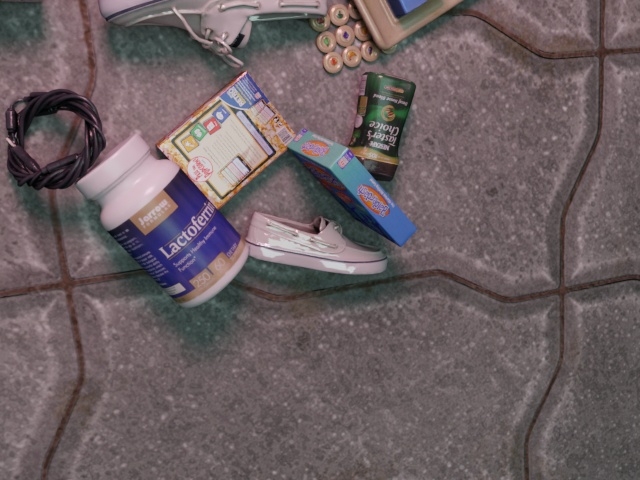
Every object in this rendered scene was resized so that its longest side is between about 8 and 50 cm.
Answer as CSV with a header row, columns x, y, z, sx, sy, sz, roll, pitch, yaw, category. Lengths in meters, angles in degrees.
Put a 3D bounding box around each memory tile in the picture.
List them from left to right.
x,y,z,sx,sy,sz,roll,pitch,yaw,category
0.060,-0.366,1.161,0.148,0.012,0.113,-22,108,-13,memory tile

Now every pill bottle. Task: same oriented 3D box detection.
x,y,z,sx,sy,sz,roll,pitch,yaw,category
-0.250,-0.032,1.051,0.153,0.153,0.265,-43,111,-6,pill bottle

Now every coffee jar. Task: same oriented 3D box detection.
x,y,z,sx,sy,sz,roll,pitch,yaw,category
0.103,-0.200,1.175,0.096,0.079,0.184,9,99,-20,coffee jar

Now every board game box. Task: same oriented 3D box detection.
x,y,z,sx,sy,sz,roll,pitch,yaw,category
-0.155,-0.167,1.112,0.193,0.045,0.147,-41,111,-7,board game box
0.053,-0.090,1.115,0.047,0.160,0.210,-48,123,-4,board game box

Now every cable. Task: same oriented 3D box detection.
x,y,z,sx,sy,sz,roll,pitch,yaw,category
-0.401,-0.149,0.981,0.184,0.047,0.150,7,84,21,cable

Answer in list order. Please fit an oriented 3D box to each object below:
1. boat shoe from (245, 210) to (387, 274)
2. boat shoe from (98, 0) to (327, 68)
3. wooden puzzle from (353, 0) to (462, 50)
x,y,z,sx,sy,sz,roll,pitch,yaw,category
0.000,0.000,1.179,0.267,0.096,0.088,10,103,-12,boat shoe
-0.151,-0.349,1.041,0.367,0.136,0.156,-20,110,-24,boat shoe
0.169,-0.548,1.115,0.348,0.080,0.322,-36,109,-11,wooden puzzle
